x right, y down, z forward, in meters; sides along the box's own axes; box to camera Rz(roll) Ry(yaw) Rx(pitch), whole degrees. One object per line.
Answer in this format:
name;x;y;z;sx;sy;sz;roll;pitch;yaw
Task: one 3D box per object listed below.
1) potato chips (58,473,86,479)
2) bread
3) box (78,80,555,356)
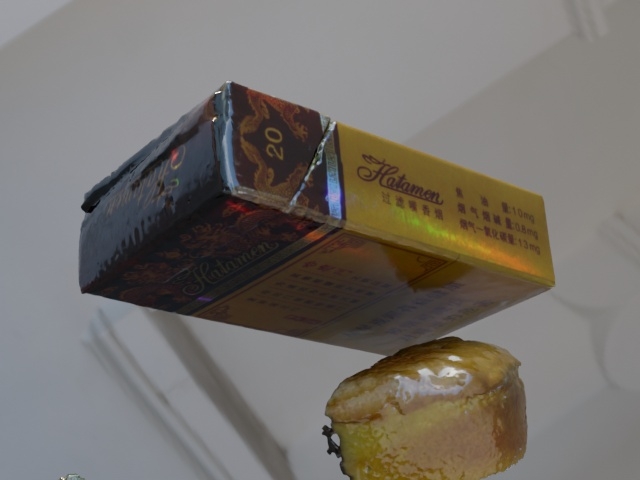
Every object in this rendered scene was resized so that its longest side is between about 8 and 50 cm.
potato chips;-0.161;0.259;0.666;0.202;0.220;0.029;57;-22;12
bread;0.123;0.159;1.049;0.260;0.134;0.129;-13;87;-57
box;0.000;0.000;1.119;0.415;0.264;0.115;15;60;-35
